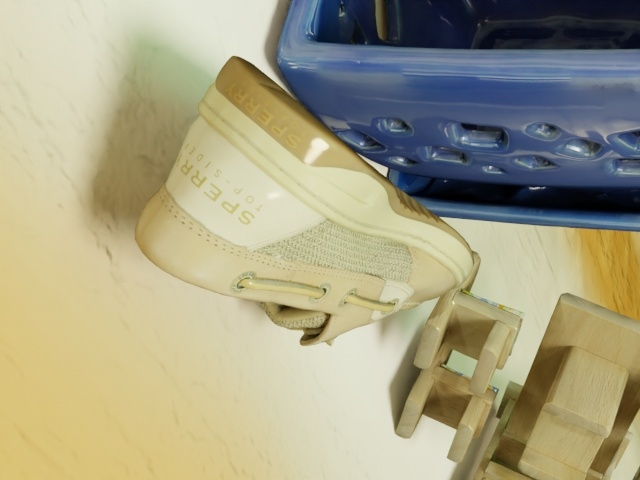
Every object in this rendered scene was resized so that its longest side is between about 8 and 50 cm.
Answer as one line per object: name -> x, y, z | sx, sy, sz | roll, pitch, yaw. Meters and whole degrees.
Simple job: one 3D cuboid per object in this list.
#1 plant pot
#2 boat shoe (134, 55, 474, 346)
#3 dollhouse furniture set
plant pot -> 0.136, -0.137, 0.669 | 0.212, 0.236, 0.236 | 56, 44, -54
boat shoe -> 0.000, 0.000, 0.566 | 0.098, 0.109, 0.302 | -51, 160, 4
dollhouse furniture set -> 0.180, 0.123, 0.767 | 0.161, 0.212, 0.242 | -54, 161, -44
